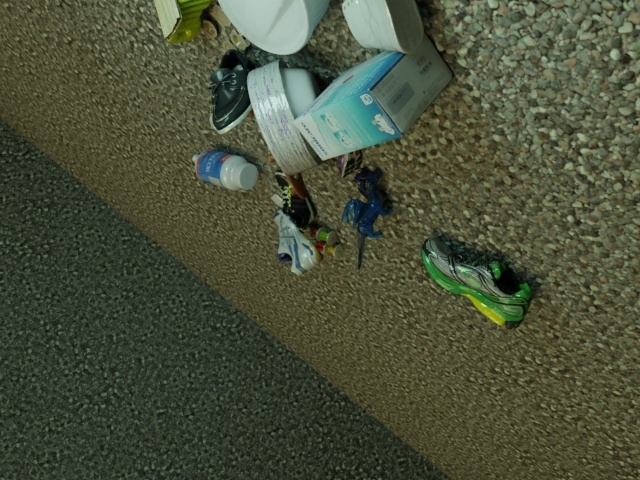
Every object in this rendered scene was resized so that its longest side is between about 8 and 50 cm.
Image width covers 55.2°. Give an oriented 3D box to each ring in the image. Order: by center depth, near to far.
[{"bbox_3d":[-0.123,-0.264,1.714,0.336,0.032,0.336,65,-173,0],"label":"ring"}]

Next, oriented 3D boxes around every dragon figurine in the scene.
[{"bbox_3d":[0.117,-0.068,1.759,0.144,0.289,0.085,21,-172,-31],"label":"dragon figurine"}]

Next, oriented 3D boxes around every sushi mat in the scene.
[{"bbox_3d":[-0.412,-0.673,1.523,0.151,0.019,0.316,-14,94,62],"label":"sushi mat"}]

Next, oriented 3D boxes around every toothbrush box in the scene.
[{"bbox_3d":[0.110,-0.310,1.358,0.126,0.216,0.296,50,154,-19],"label":"toothbrush box"}]

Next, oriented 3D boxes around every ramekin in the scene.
[{"bbox_3d":[-0.099,-0.557,1.342,0.273,0.127,0.272,31,152,18],"label":"ramekin"}]

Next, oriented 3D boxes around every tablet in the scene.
[{"bbox_3d":[-0.142,-0.134,2.222,0.083,0.006,0.054,44,154,-7],"label":"tablet"}]

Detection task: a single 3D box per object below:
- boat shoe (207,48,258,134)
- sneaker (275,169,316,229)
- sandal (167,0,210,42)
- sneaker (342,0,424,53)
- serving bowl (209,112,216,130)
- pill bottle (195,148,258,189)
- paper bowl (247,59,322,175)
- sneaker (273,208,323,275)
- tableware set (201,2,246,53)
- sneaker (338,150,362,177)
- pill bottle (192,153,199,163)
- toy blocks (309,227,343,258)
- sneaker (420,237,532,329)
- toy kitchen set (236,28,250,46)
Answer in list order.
[{"bbox_3d":[-0.233,-0.395,1.566,0.127,0.340,0.113,-21,125,26],"label":"boat shoe"},{"bbox_3d":[-0.092,-0.130,2.054,0.084,0.097,0.234,8,140,47],"label":"sneaker"},{"bbox_3d":[-0.349,-0.639,1.562,0.317,0.126,0.138,-27,87,55],"label":"sandal"},{"bbox_3d":[0.090,-0.508,1.191,0.169,0.108,0.292,25,141,52],"label":"sneaker"},{"bbox_3d":[-0.343,-0.389,2.053,0.083,0.027,0.083,31,154,17],"label":"serving bowl"},{"bbox_3d":[-0.327,-0.246,2.153,0.222,0.124,0.124,17,147,37],"label":"pill bottle"},{"bbox_3d":[-0.063,-0.319,1.556,0.148,0.284,0.284,-18,131,11],"label":"paper bowl"},{"bbox_3d":[-0.115,0.003,2.174,0.296,0.131,0.112,51,-179,43],"label":"sneaker"},{"bbox_3d":[-0.259,-0.560,1.665,0.141,0.020,0.169,48,158,-14],"label":"tableware set"},{"bbox_3d":[0.072,-0.249,1.706,0.071,0.068,0.169,42,150,31],"label":"sneaker"},{"bbox_3d":[-0.447,-0.294,2.327,0.083,0.043,0.043,35,154,9],"label":"pill bottle"},{"bbox_3d":[0.000,0.000,2.192,0.148,0.054,0.123,16,147,40],"label":"toy blocks"},{"bbox_3d":[0.437,0.088,1.705,0.344,0.134,0.146,34,129,20],"label":"sneaker"},{"bbox_3d":[-0.174,-0.547,1.570,0.068,0.075,0.083,59,-172,-29],"label":"toy kitchen set"}]
